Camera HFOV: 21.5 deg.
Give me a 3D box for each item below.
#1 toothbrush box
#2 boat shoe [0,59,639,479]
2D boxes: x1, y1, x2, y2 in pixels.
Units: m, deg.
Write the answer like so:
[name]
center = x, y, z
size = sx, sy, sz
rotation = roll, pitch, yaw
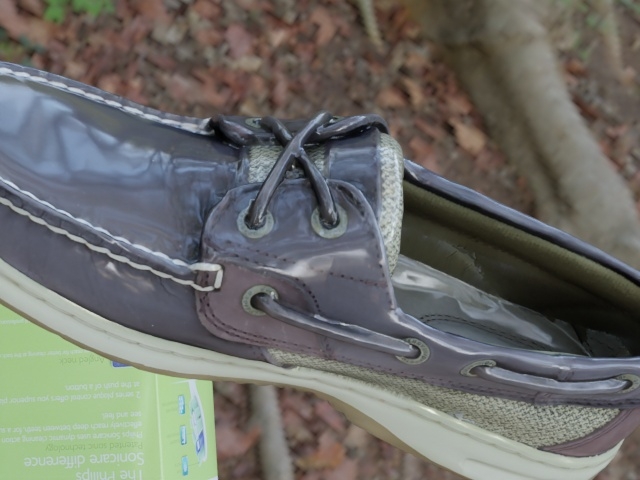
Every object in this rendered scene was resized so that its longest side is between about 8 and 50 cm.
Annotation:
[toothbrush box]
center = -0.181, 0.075, 1.054
size = 0.122, 0.206, 0.283
rotation = 14, 72, -76
[boat shoe]
center = 0.000, 0.000, 0.560
size = 0.285, 0.092, 0.103
rotation = 25, 40, -19
